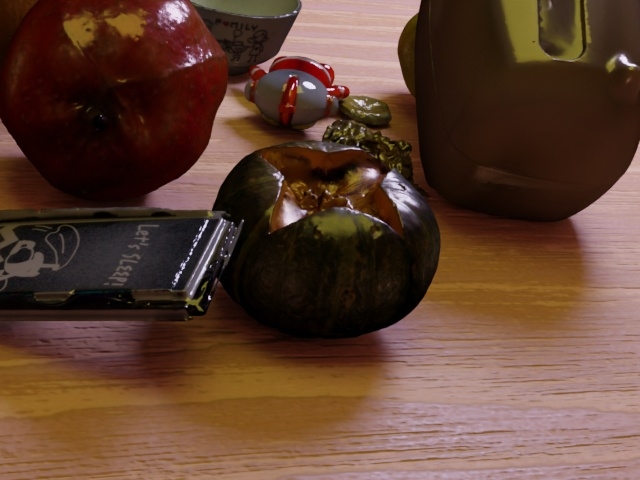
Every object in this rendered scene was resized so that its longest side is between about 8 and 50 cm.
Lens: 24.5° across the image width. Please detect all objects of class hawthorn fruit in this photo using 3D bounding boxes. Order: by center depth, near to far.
[{"bbox_3d":[-0.219,-0.161,1.573,0.254,0.254,0.300,9,11,-10],"label":"hawthorn fruit"}]

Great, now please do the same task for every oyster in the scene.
[{"bbox_3d":[0.064,-0.100,1.836,0.105,0.056,0.177,-8,37,-23],"label":"oyster"}]

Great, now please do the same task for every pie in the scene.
[{"bbox_3d":[0.059,-0.180,2.025,0.084,0.020,0.084,11,24,-5],"label":"pie"}]

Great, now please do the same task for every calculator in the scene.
[{"bbox_3d":[-0.218,0.020,1.364,0.274,0.028,0.165,-1,33,15],"label":"calculator"}]

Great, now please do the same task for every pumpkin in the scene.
[{"bbox_3d":[0.000,0.003,1.472,0.238,0.159,0.238,2,34,-2],"label":"pumpkin"}]

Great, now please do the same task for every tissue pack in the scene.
[{"bbox_3d":[0.260,-0.239,1.817,0.267,0.277,0.387,8,59,-9],"label":"tissue pack"}]

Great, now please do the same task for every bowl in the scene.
[{"bbox_3d":[-0.139,-0.305,2.073,0.211,0.112,0.211,11,25,-5],"label":"bowl"}]

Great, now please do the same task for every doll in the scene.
[{"bbox_3d":[-0.033,-0.200,1.959,0.142,0.076,0.245,10,22,0],"label":"doll"}]

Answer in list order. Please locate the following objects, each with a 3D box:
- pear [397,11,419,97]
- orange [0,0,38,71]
[{"bbox_3d":[0.204,-0.257,2.077,0.198,0.198,0.198,11,26,-6],"label":"pear"},{"bbox_3d":[-0.448,-0.282,1.726,0.264,0.264,0.264,11,26,-6],"label":"orange"}]
